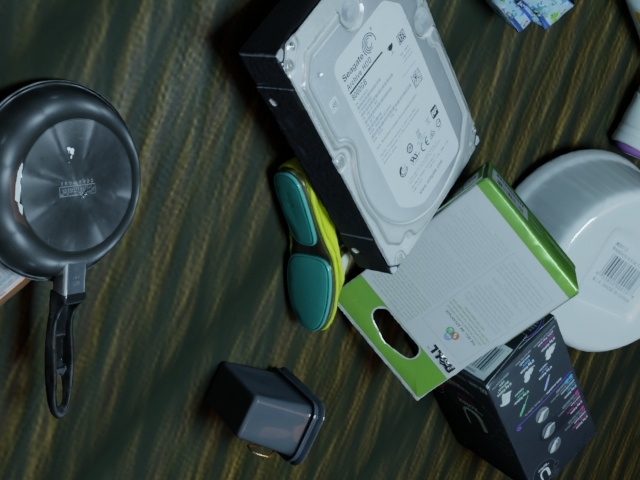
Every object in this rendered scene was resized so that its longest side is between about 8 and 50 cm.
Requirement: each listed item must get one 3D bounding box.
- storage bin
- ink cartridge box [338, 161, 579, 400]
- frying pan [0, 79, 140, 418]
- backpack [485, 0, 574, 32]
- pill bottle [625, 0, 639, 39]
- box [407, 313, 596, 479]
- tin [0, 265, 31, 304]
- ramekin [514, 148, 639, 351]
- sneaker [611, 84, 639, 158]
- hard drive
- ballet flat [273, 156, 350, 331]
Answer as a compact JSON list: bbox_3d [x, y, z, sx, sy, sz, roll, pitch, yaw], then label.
[{"bbox_3d":[-0.075,0.204,1.269,0.091,0.135,0.098,22,97,-32],"label":"storage bin"},{"bbox_3d":[0.170,0.052,1.364,0.255,0.097,0.189,-38,97,19],"label":"ink cartridge box"},{"bbox_3d":[-0.266,0.006,1.023,0.197,0.053,0.326,22,80,-48],"label":"frying pan"},{"bbox_3d":[0.244,-0.307,1.293,0.084,0.105,0.114,-45,137,17],"label":"backpack"},{"bbox_3d":[0.478,-0.329,1.442,0.117,0.118,0.208,-52,140,-6],"label":"pill bottle"},{"bbox_3d":[0.261,0.207,1.511,0.143,0.165,0.270,-42,131,-16],"label":"box"},{"bbox_3d":[-0.351,0.032,1.020,0.190,0.040,0.106,-42,127,-15],"label":"tin"},{"bbox_3d":[0.389,0.023,1.500,0.277,0.135,0.277,-9,117,-18],"label":"ramekin"},{"bbox_3d":[0.575,-0.182,1.610,0.305,0.114,0.152,3,110,-40],"label":"sneaker"},{"bbox_3d":[0.062,-0.157,1.201,0.237,0.064,0.339,-55,135,-27],"label":"hard drive"},{"bbox_3d":[0.000,0.000,1.266,0.077,0.077,0.231,-35,129,-38],"label":"ballet flat"}]
